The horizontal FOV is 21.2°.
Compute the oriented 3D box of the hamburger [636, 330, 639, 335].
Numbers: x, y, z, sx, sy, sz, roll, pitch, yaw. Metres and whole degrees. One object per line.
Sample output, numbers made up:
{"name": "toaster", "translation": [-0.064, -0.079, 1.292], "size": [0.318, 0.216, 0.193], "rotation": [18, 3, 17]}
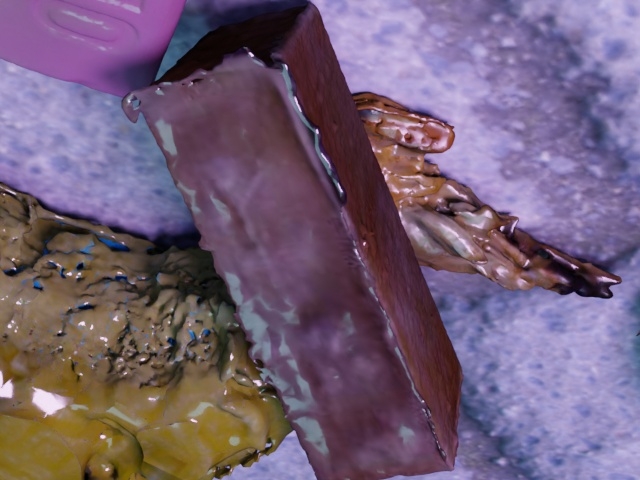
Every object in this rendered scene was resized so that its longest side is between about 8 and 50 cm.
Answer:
{"name": "hamburger", "translation": [0.333, 0.093, 1.197], "size": [0.231, 0.107, 0.231], "rotation": [2, 148, 2]}

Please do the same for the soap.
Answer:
{"name": "soap", "translation": [-0.126, -0.178, 0.981], "size": [0.122, 0.065, 0.203], "rotation": [17, 141, -9]}

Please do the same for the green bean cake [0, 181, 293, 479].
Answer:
{"name": "green bean cake", "translation": [-0.178, 0.080, 1.210], "size": [0.310, 0.202, 0.285], "rotation": [32, 135, -26]}

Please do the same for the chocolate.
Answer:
{"name": "chocolate", "translation": [0.000, 0.000, 1.076], "size": [0.112, 0.112, 0.321], "rotation": [-12, 120, 24]}

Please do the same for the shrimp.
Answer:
{"name": "shrimp", "translation": [0.099, -0.014, 1.140], "size": [0.262, 0.066, 0.117], "rotation": [18, 142, -13]}
